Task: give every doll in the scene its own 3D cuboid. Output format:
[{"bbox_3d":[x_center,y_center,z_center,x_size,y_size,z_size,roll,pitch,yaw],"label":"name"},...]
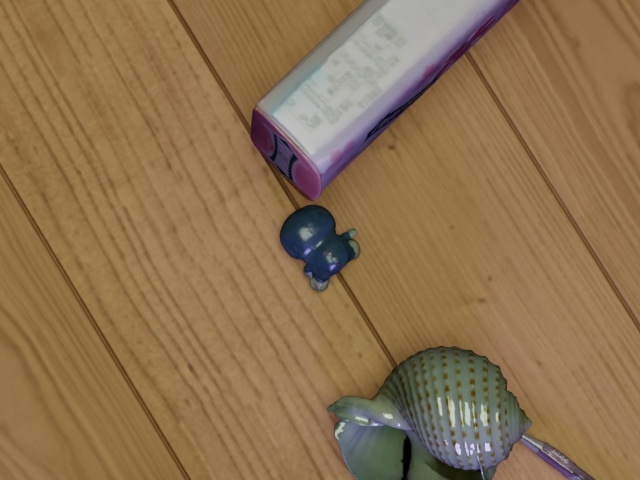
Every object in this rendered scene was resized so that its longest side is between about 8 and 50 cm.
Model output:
[{"bbox_3d":[0.000,0.000,1.662,0.076,0.050,0.083,-41,86,-12],"label":"doll"}]

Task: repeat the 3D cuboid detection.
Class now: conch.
[{"bbox_3d":[0.120,0.187,1.605,0.200,0.131,0.172,11,119,35],"label":"conch"}]

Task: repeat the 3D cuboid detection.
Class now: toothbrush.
[{"bbox_3d":[0.266,0.238,1.664,0.354,0.024,0.029,38,74,2],"label":"toothbrush"}]

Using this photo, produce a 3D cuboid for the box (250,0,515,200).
[{"bbox_3d":[0.093,-0.209,1.624,0.369,0.190,0.112,-43,88,-7],"label":"box"}]
